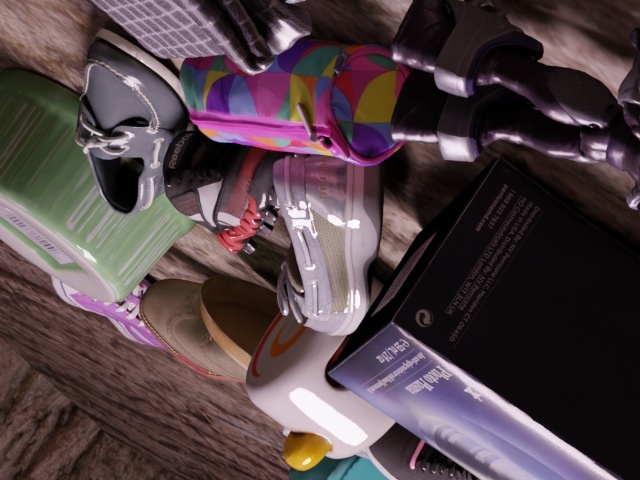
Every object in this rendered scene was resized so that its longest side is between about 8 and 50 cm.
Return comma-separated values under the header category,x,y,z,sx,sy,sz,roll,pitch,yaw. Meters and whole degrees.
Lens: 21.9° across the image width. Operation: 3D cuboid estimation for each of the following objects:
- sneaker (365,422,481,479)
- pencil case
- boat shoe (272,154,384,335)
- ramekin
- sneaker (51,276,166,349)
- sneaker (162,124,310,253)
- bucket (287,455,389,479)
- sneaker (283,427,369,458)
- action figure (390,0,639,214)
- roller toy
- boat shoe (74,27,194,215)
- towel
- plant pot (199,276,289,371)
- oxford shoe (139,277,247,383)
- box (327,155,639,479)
category,x,y,z,sx,sy,sz,roll,pitch,yaw
sneaker,0.183,0.278,2.089,0.296,0.104,0.147,21,158,23
pencil case,-0.023,-0.119,1.363,0.104,0.104,0.236,45,162,-31
boat shoe,0.000,0.002,1.574,0.103,0.118,0.320,3,159,-3
ramekin,-0.313,-0.057,2.025,0.303,0.148,0.303,32,164,11
sneaker,-0.270,0.089,2.470,0.161,0.102,0.282,18,168,37
sneaker,-0.093,-0.065,1.654,0.135,0.097,0.276,34,165,-4
bucket,0.081,0.410,2.370,0.281,0.281,0.183,39,155,-14
sneaker,0.078,0.249,2.238,0.258,0.091,0.094,18,165,-19
action figure,0.184,-0.078,1.086,0.285,0.099,0.185,25,154,20
roller toy,0.026,0.136,1.813,0.146,0.209,0.191,39,123,-15
boat shoe,-0.201,-0.114,1.729,0.116,0.099,0.319,33,164,10
towel,-0.138,-0.239,1.209,0.284,0.121,0.235,42,163,-24
plant pot,-0.051,0.126,2.012,0.236,0.032,0.236,29,-162,-11
oxford shoe,-0.094,0.128,2.166,0.348,0.123,0.130,24,163,18
box,0.193,0.111,1.444,0.294,0.182,0.296,34,164,-1
